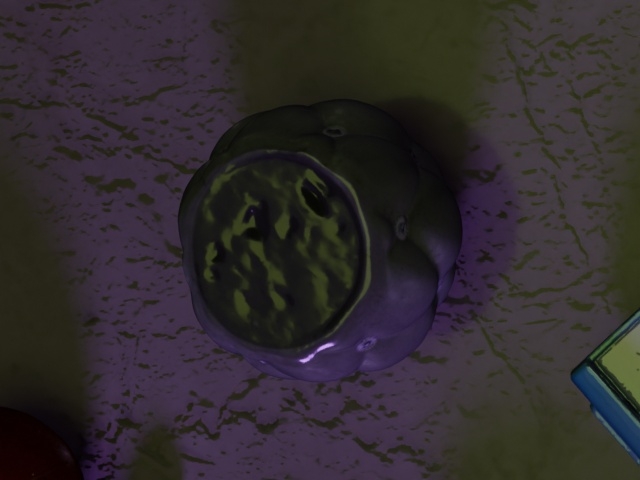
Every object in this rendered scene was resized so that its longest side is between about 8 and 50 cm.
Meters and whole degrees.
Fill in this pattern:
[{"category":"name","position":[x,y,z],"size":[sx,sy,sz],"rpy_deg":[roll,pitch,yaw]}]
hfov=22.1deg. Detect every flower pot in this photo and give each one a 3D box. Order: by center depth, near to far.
[{"category":"flower pot","position":[0.000,0.000,1.386],"size":[0.246,0.195,0.246],"rpy_deg":[2,96,22]}]

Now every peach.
[{"category":"peach","position":[-0.310,0.245,1.539],"size":[0.197,0.197,0.197],"rpy_deg":[2,96,21]}]

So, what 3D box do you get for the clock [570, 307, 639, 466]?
[{"category":"clock","position":[0.370,0.129,1.308],"size":[0.231,0.116,0.262],"rpy_deg":[-44,81,14]}]
